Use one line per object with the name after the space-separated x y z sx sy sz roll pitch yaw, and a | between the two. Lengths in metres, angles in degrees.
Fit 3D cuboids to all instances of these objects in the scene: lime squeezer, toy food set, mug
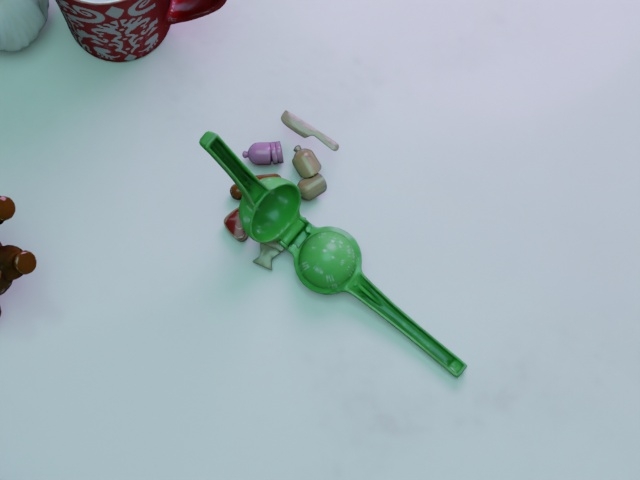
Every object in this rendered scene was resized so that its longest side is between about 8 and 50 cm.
0.000 0.000 1.570 0.310 0.110 0.059 43 68 -27 | lime squeezer
-0.040 -0.043 1.631 0.078 0.019 0.122 33 87 5 | toy food set
-0.159 -0.205 1.594 0.150 0.169 0.113 39 78 8 | mug

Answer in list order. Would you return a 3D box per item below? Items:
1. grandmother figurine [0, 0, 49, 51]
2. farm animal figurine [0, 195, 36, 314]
-0.384 -0.265 1.651 0.342 0.104 0.208 27 104 4 | grandmother figurine
-0.405 0.058 1.510 0.327 0.172 0.330 45 67 -22 | farm animal figurine
